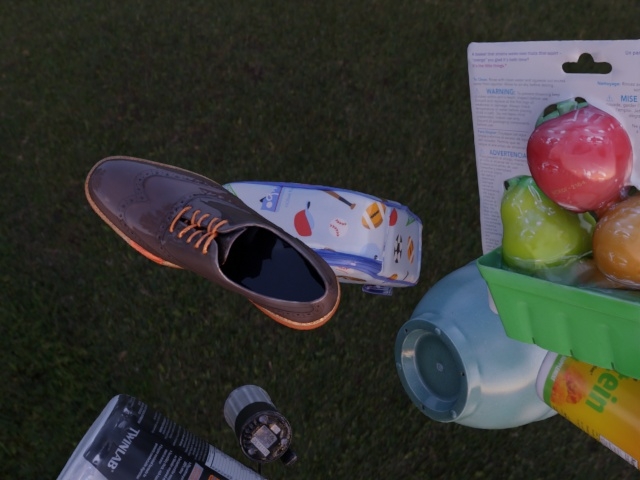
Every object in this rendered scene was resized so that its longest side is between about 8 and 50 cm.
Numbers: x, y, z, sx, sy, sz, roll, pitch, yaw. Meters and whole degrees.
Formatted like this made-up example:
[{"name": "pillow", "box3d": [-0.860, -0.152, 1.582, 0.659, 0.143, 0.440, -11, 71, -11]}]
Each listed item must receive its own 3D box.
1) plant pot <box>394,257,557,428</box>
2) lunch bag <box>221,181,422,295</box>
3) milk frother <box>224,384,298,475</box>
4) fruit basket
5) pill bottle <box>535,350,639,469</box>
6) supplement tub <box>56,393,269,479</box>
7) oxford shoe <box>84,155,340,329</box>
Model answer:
[{"name": "plant pot", "box3d": [0.249, 0.186, 1.318, 0.196, 0.293, 0.293, -14, 59, -34]}, {"name": "lunch bag", "box3d": [0.000, 0.000, 1.063, 0.243, 0.303, 0.115, 4, 82, 20]}, {"name": "milk frother", "box3d": [-0.121, 0.325, 1.283, 0.143, 0.135, 0.129, -26, 104, -12]}, {"name": "fruit basket", "box3d": [0.308, -0.043, 0.875, 0.165, 0.353, 0.327, -16, 19, -37]}, {"name": "pill bottle", "box3d": [0.401, 0.205, 0.972, 0.136, 0.136, 0.246, -36, 47, -22]}, {"name": "supplement tub", "box3d": [-0.184, 0.374, 1.064, 0.338, 0.207, 0.207, 35, 61, -8]}, {"name": "oxford shoe", "box3d": [-0.101, -0.011, 0.737, 0.271, 0.098, 0.097, 26, 80, 5]}]
